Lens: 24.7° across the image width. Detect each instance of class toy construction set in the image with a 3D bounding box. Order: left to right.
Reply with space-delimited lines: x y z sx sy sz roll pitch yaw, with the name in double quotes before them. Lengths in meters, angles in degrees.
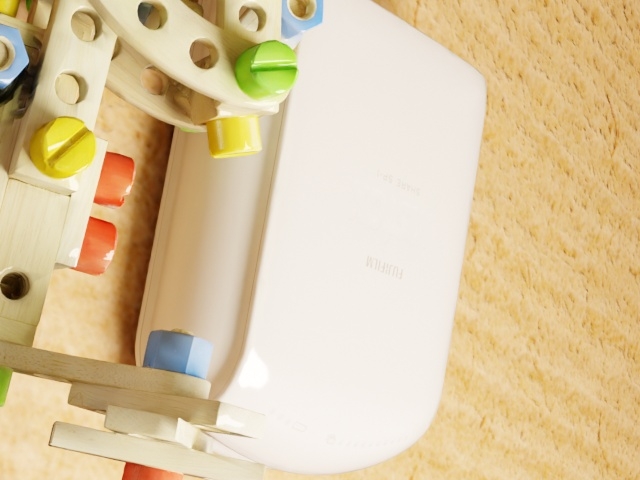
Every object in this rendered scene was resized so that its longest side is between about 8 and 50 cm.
"toy construction set" -0.106 -0.025 0.750 0.215 0.151 0.328 18 62 -27

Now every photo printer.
"photo printer" 0.000 0.000 0.973 0.256 0.107 0.308 22 76 -53
